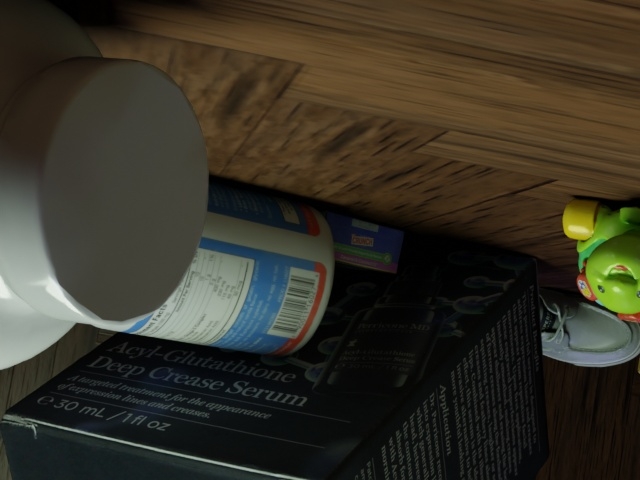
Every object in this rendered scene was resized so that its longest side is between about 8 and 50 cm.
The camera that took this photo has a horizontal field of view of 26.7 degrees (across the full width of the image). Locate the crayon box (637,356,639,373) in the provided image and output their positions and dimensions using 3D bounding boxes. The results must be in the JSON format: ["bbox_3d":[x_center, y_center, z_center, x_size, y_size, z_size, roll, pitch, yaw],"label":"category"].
[{"bbox_3d":[0.492,0.139,1.576,0.318,0.081,0.202,8,175,19],"label":"crayon box"}]

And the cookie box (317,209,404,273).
[{"bbox_3d":[0.000,0.000,1.134,0.092,0.040,0.107,14,172,-40],"label":"cookie box"}]

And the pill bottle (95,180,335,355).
[{"bbox_3d":[-0.111,0.011,1.000,0.221,0.124,0.124,13,174,-29],"label":"pill bottle"}]

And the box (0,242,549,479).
[{"bbox_3d":[-0.015,0.167,1.141,0.293,0.212,0.395,6,-155,30],"label":"box"}]

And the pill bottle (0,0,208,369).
[{"bbox_3d":[-0.176,-0.028,0.524,0.264,0.146,0.146,7,175,30],"label":"pill bottle"}]

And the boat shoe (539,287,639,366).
[{"bbox_3d":[0.248,0.093,1.512,0.227,0.079,0.081,11,180,19],"label":"boat shoe"}]

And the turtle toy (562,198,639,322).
[{"bbox_3d":[0.186,0.014,0.783,0.095,0.066,0.130,7,175,24],"label":"turtle toy"}]
